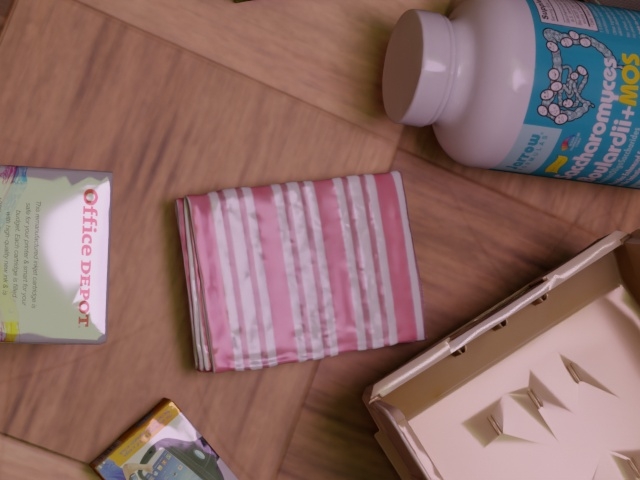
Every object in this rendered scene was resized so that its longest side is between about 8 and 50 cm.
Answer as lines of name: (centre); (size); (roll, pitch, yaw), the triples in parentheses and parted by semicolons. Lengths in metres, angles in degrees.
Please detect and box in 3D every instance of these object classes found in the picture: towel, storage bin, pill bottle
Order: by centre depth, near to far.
storage bin: (0.208, 0.161, 1.302); (0.262, 0.123, 0.260); (-32, 87, -11)
towel: (-0.014, 0.024, 1.334); (0.197, 0.029, 0.144); (-7, 90, -20)
pill bottle: (0.188, -0.123, 1.351); (0.264, 0.146, 0.146); (6, 87, -17)

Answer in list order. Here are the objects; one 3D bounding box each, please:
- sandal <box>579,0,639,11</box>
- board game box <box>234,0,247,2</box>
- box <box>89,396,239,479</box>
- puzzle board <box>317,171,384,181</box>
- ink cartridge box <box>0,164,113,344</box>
sandal: (0.249, -0.284, 1.418); (0.090, 0.060, 0.219); (-10, 91, -18)
board game box: (-0.035, -0.288, 1.337); (0.092, 0.043, 0.181); (-10, 92, -17)
box: (-0.107, 0.201, 1.310); (0.081, 0.028, 0.136); (-42, 99, -15)
puzzle board: (0.000, 0.000, 1.358); (0.128, 0.011, 0.096); (-8, 91, -18)
ink cartridge box: (-0.248, 0.010, 1.216); (0.176, 0.127, 0.128); (4, 88, -17)
